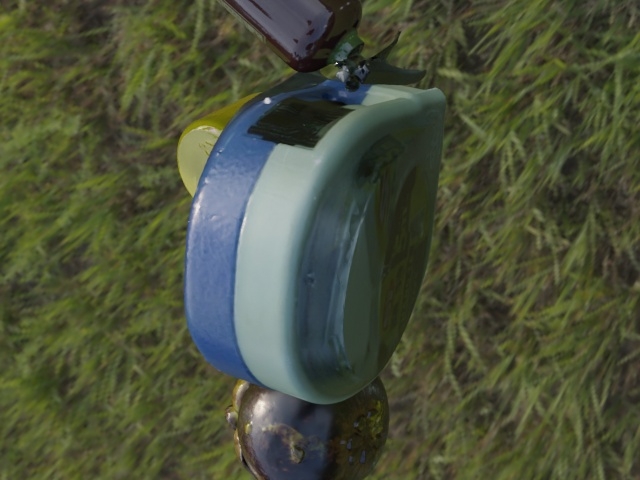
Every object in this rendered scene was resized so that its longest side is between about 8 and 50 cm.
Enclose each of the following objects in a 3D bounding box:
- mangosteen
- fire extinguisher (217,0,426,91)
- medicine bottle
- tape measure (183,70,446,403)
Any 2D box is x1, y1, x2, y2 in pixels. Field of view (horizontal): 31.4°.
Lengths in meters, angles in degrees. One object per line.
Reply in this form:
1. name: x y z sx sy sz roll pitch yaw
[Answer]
1. mangosteen: -0.029 0.207 1.343 0.217 0.192 0.192 7 125 39
2. fire extinguisher: -0.023 -0.184 0.818 0.231 0.099 0.071 42 132 8
3. medicine bottle: -0.058 -0.118 1.356 0.121 0.212 0.122 22 127 32
4. tape measure: 0.002 0.000 0.956 0.138 0.262 0.259 10 109 22
